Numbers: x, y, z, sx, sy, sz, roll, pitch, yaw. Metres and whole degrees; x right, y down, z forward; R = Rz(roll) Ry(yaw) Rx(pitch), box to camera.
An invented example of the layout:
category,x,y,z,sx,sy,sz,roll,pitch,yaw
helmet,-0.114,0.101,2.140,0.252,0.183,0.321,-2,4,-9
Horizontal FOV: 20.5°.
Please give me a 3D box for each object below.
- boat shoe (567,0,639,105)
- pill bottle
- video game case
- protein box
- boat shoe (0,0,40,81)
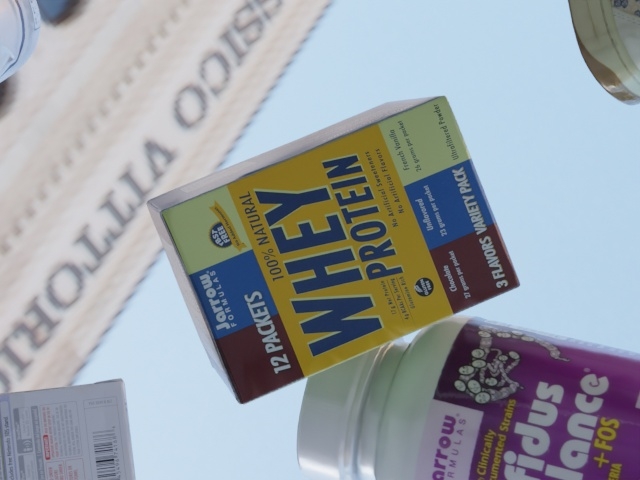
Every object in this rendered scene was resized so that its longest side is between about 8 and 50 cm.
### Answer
category,x,y,z,sx,sy,sz,roll,pitch,yaw
boat shoe,0.202,-0.228,1.132,0.089,0.105,0.285,-22,-112,36
pill bottle,0.143,0.147,1.274,0.302,0.169,0.169,12,-125,17
video game case,-0.275,0.267,1.512,0.244,0.061,0.269,-5,-105,-11
protein box,0.000,0.000,1.207,0.200,0.136,0.201,-23,-174,-6
boat shoe,-0.232,-0.063,0.772,0.226,0.083,0.076,-27,-172,19
